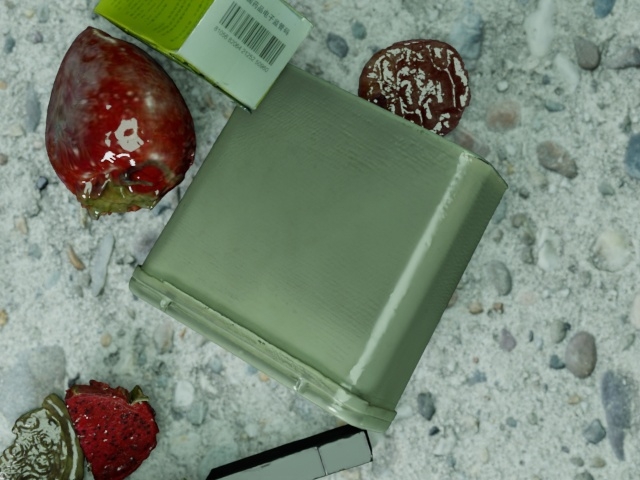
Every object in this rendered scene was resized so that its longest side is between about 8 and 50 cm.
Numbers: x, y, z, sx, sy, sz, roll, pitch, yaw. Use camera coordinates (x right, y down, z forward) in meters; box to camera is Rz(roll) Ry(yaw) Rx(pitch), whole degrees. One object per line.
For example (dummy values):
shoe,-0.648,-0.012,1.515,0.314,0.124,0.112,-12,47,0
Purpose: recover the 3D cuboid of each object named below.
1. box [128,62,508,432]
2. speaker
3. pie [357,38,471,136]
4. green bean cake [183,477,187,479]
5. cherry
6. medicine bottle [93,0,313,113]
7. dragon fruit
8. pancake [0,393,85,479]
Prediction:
box,0.000,0.000,1.414,0.352,0.177,0.344,29,90,24
speaker,-0.040,0.295,1.513,0.218,0.082,0.044,-18,91,1
pie,0.123,-0.194,1.521,0.153,0.038,0.154,0,91,-1
green bean cake,-0.276,0.416,1.458,0.310,0.202,0.285,-25,65,-20
cherry,-0.258,-0.156,1.463,0.175,0.192,0.250,-14,81,-35
medicine bottle,-0.146,-0.274,1.413,0.137,0.250,0.141,36,90,-41
dragon fruit,-0.271,0.236,1.524,0.106,0.083,0.162,-17,117,-7
pancake,-0.404,0.291,1.551,0.184,0.020,0.190,17,86,9
